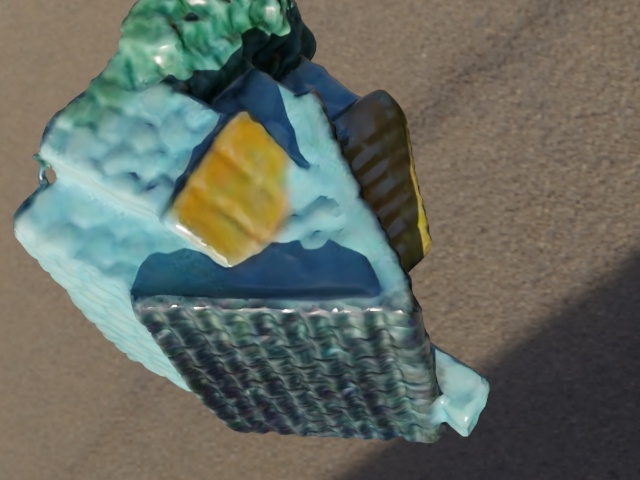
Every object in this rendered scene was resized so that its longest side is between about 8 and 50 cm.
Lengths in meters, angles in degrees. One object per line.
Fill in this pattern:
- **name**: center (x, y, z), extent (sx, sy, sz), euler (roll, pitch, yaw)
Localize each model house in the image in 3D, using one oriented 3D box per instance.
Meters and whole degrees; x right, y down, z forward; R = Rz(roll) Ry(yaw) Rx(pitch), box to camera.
- **model house**: center (0.000, 0.000, 0.672), extent (0.241, 0.261, 0.226), euler (31, 75, 21)
